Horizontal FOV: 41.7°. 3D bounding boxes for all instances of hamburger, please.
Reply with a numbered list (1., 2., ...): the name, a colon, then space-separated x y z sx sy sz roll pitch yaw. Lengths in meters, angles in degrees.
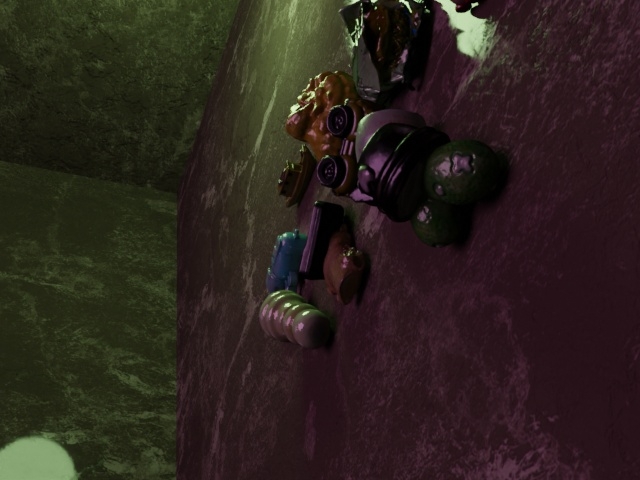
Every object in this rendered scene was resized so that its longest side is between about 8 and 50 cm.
1. hamburger: 0.122 -0.432 1.846 0.276 0.151 0.260 150 126 -65

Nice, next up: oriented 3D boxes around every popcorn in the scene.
1. popcorn: 0.018 -0.288 1.992 0.200 0.203 0.225 -117 31 -71

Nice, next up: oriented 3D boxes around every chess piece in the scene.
1. chess piece: -0.050 0.204 2.080 0.243 0.133 0.133 13 93 64

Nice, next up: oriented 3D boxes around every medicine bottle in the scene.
1. medicine bottle: 0.142 -0.165 1.650 0.147 0.147 0.143 137 138 -60

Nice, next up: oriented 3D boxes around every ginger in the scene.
1. ginger: 0.045 0.057 1.933 0.137 0.074 0.213 -61 26 20

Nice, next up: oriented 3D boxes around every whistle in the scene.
1. whistle: -0.100 0.078 2.319 0.186 0.093 0.274 -104 27 -50

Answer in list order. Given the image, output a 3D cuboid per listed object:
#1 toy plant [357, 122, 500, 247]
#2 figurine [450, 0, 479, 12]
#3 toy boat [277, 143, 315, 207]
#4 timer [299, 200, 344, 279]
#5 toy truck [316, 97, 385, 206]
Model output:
1. toy plant: 0.188 -0.106 1.460 0.235 0.175 0.218 35 133 24
2. figurine: 0.269 -0.474 1.571 0.083 0.067 0.071 -18 83 51
3. toy boat: -0.072 -0.184 2.383 0.057 0.077 0.200 -101 28 -48
4. timer: 0.000 0.000 2.012 0.144 0.055 0.187 5 -83 -67
5. toy truck: 0.104 -0.191 1.813 0.165 0.147 0.224 15 99 44
